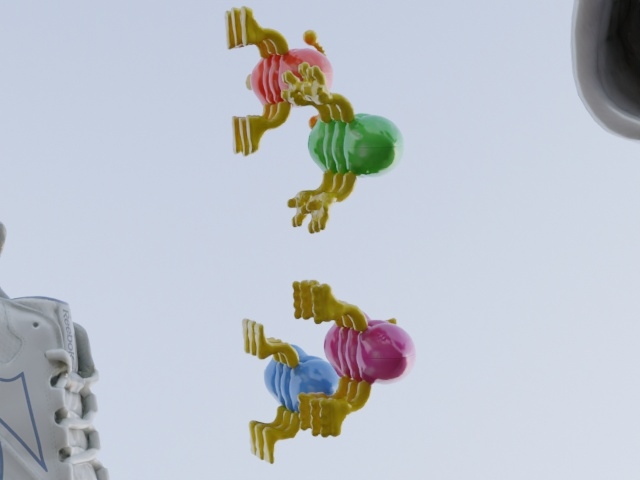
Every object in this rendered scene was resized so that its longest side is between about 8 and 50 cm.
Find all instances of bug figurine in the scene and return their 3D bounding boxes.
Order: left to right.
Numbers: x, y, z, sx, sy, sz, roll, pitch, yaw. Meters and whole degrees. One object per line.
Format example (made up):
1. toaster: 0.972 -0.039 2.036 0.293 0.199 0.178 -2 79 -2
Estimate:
1. bug figurine: 0.000 0.000 1.026 0.072 0.216 0.279 -5 -82 -18

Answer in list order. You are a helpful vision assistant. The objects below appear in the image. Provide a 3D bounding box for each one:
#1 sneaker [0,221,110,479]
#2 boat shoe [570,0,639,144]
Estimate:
1. sneaker: -0.175 0.104 0.966 0.129 0.111 0.297 -38 -110 2
2. boat shoe: 0.122 -0.123 0.306 0.095 0.084 0.258 34 -57 27
